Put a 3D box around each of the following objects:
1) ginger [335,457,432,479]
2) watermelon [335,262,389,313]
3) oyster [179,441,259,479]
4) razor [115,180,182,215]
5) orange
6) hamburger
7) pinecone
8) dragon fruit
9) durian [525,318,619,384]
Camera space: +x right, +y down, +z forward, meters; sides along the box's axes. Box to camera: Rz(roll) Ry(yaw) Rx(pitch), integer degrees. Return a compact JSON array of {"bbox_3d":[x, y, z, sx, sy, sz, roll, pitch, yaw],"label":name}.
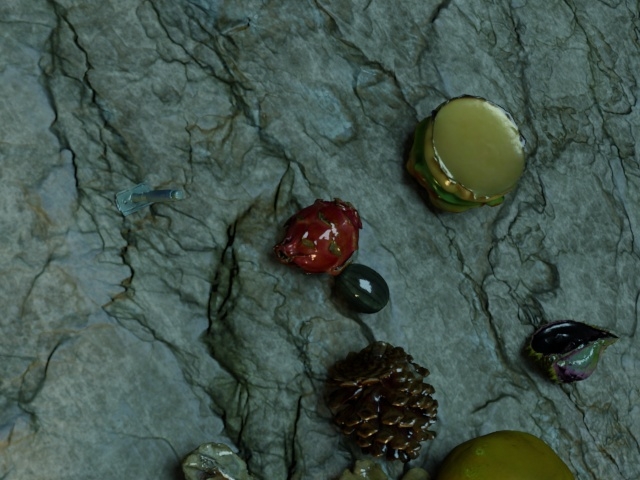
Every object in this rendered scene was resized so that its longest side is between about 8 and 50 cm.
[{"bbox_3d":[0.106,0.422,1.879,0.214,0.059,0.133,-22,91,-36],"label":"ginger"},{"bbox_3d":[0.074,0.085,1.968,0.111,0.078,0.078,36,57,-18],"label":"watermelon"},{"bbox_3d":[-0.126,0.405,1.694,0.232,0.162,0.107,52,13,-8],"label":"oyster"},{"bbox_3d":[-0.263,-0.069,1.759,0.068,0.135,0.040,-29,109,-37],"label":"razor"},{"bbox_3d":[0.322,0.465,1.894,0.279,0.235,0.278,9,75,-38],"label":"orange"},{"bbox_3d":[0.276,-0.157,2.148,0.237,0.149,0.237,8,68,-22],"label":"hamburger"},{"bbox_3d":[0.113,0.279,1.865,0.186,0.169,0.212,-28,89,-42],"label":"pinecone"},{"bbox_3d":[0.000,0.000,1.916,0.166,0.136,0.133,-28,88,-26],"label":"dragon fruit"},{"bbox_3d":[0.483,0.231,2.197,0.187,0.119,0.108,-17,121,-26],"label":"durian"}]
